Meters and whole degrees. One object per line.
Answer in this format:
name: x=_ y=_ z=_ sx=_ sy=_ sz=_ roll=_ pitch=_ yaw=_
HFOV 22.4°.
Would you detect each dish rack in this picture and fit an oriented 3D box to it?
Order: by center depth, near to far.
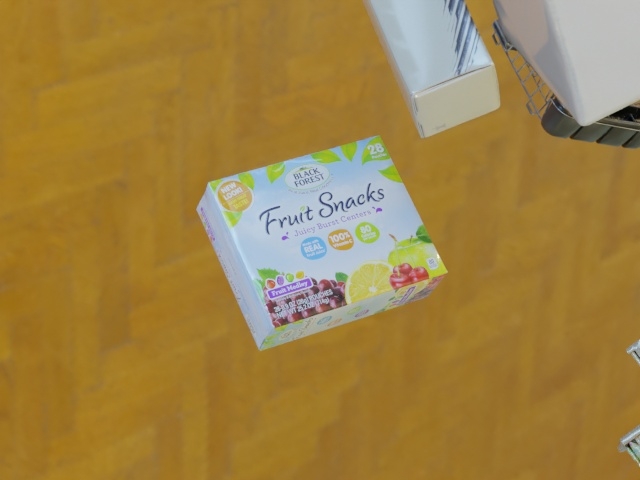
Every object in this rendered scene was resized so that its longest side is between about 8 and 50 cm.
dish rack: x=0.380 y=-0.252 z=2.433 sx=0.208 sy=0.271 sz=0.074 roll=7 pitch=135 yaw=-32

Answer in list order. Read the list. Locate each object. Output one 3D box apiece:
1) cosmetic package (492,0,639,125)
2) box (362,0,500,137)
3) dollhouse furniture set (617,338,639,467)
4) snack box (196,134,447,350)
cosmetic package: x=0.201 y=-0.331 z=1.127 sx=0.230 sy=0.161 sz=0.453 roll=-26 pitch=129 yaw=-3
box: x=0.094 y=-0.256 z=1.700 sx=0.094 sy=0.275 sz=0.113 roll=-22 pitch=158 yaw=1
dollhouse furniture set: x=0.380 y=0.211 z=1.751 sx=0.101 sy=0.182 sz=0.161 roll=-39 pitch=161 yaw=10
snack box: x=0.000 y=0.000 z=1.682 sx=0.207 sy=0.174 sz=0.070 roll=-16 pitch=159 yaw=-25
